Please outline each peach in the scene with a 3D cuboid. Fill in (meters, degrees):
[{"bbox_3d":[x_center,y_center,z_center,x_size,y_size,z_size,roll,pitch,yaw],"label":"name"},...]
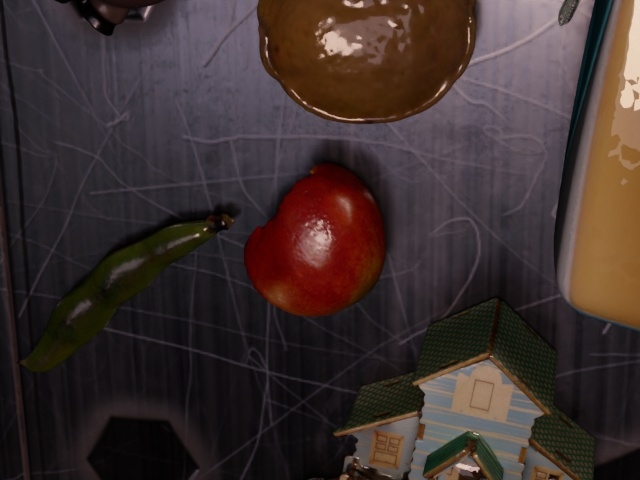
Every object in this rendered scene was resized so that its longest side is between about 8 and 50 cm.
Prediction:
[{"bbox_3d":[0.006,0.002,1.540,0.151,0.151,0.118,48,157,-9],"label":"peach"}]

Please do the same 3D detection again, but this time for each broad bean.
[{"bbox_3d":[-0.214,0.046,1.632,0.297,0.043,0.060,-38,110,21],"label":"broad bean"}]

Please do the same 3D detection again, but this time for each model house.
[{"bbox_3d":[0.155,0.177,1.544,0.271,0.178,0.206,14,112,9],"label":"model house"}]

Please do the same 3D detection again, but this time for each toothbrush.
[{"bbox_3d":[0.262,-0.293,1.412,0.016,0.019,0.219,25,114,6],"label":"toothbrush"}]

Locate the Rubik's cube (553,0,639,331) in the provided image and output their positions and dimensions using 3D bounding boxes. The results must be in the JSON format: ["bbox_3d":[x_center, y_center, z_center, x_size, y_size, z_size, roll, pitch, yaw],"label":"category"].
[{"bbox_3d":[0.388,-0.114,1.280,0.352,0.351,0.347,13,113,9],"label":"Rubik's cube"}]

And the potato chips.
[{"bbox_3d":[0.046,-0.206,1.468,0.195,0.062,0.208,43,112,-13],"label":"potato chips"}]

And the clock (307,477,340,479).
[{"bbox_3d":[0.035,0.366,1.661,0.227,0.142,0.241,-23,102,19],"label":"clock"}]

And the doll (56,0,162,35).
[{"bbox_3d":[-0.152,-0.308,1.432,0.257,0.117,0.182,-39,129,23],"label":"doll"}]
